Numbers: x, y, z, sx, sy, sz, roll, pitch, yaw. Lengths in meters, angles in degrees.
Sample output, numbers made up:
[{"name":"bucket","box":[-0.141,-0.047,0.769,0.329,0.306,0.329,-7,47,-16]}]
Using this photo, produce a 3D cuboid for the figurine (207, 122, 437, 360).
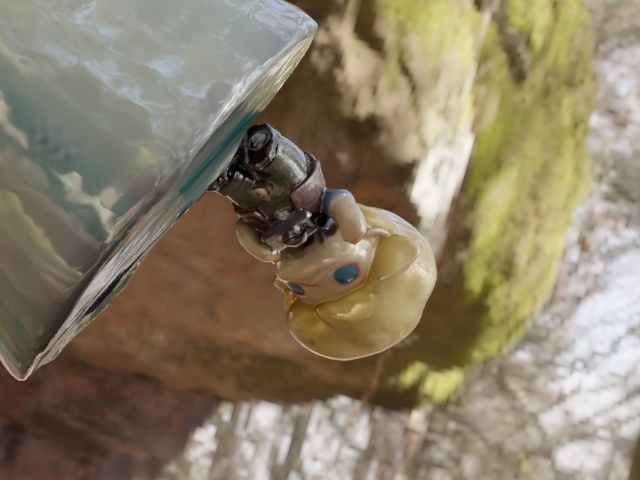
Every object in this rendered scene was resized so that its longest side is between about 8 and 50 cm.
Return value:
[{"name":"figurine","box":[0.000,0.000,1.162,0.114,0.108,0.196,-30,-44,12]}]

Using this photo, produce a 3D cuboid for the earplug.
[{"name":"earplug","box":[-0.182,-0.113,0.687,0.324,0.185,0.185,39,-9,-1]}]
